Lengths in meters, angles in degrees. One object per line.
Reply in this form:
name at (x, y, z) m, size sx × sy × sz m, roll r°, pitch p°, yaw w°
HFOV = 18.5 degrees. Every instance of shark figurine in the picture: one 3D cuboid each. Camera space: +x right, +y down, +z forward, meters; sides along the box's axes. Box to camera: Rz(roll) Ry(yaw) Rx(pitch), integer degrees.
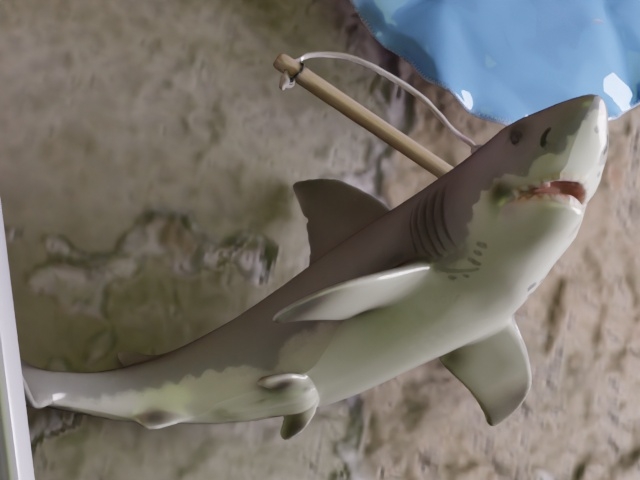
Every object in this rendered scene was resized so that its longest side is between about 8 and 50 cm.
shark figurine at (-0.020, 0.017, 0.802) m, size 0.278 × 0.166 × 0.116 m, roll -18°, pitch 52°, yaw -1°

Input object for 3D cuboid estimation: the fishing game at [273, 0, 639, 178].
fishing game at (0.082, -0.131, 0.892) m, size 0.189 × 0.041 × 0.264 m, roll 33°, pitch 60°, yaw -8°

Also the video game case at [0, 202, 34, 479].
video game case at (-0.206, 0.067, 0.696) m, size 0.206 × 0.026 × 0.227 m, roll -9°, pitch 81°, yaw 6°
